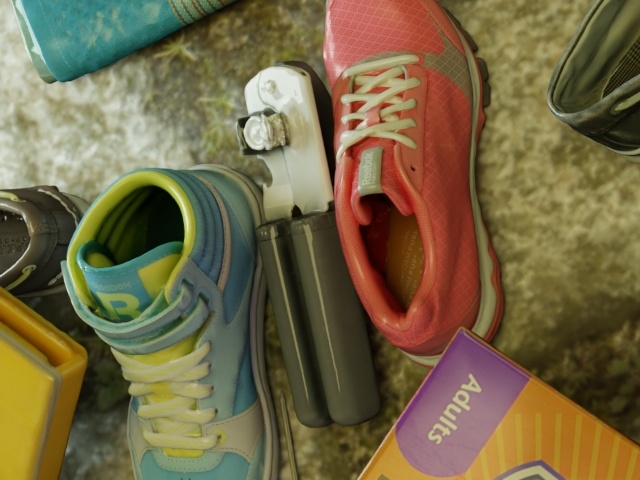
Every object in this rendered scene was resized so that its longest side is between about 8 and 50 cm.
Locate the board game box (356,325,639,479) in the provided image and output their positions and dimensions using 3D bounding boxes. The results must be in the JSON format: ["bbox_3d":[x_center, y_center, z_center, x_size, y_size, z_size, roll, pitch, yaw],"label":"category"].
[{"bbox_3d":[0.151,0.310,1.205,0.356,0.356,0.356,34,89,14],"label":"board game box"}]

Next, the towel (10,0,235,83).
[{"bbox_3d":[-0.107,-0.313,1.579,0.370,0.040,0.271,-23,79,17],"label":"towel"}]

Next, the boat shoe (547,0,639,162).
[{"bbox_3d":[0.278,-0.189,1.323,0.121,0.119,0.335,51,119,38],"label":"boat shoe"}]

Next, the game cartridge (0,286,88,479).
[{"bbox_3d":[-0.321,0.140,1.542,0.285,0.053,0.323,34,131,20],"label":"game cartridge"}]

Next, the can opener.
[{"bbox_3d":[0.000,0.000,1.483,0.074,0.093,0.280,-9,90,48],"label":"can opener"}]

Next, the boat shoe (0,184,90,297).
[{"bbox_3d":[-0.342,0.019,1.611,0.324,0.097,0.116,-9,82,21],"label":"boat shoe"}]

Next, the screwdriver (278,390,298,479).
[{"bbox_3d":[-0.014,0.198,1.511,0.025,0.024,0.169,-3,76,-8],"label":"screwdriver"}]

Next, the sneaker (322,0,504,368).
[{"bbox_3d":[0.061,-0.064,1.436,0.116,0.136,0.313,-15,80,20],"label":"sneaker"}]

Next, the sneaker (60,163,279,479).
[{"bbox_3d":[-0.119,0.093,1.455,0.127,0.208,0.319,-4,84,18],"label":"sneaker"}]
